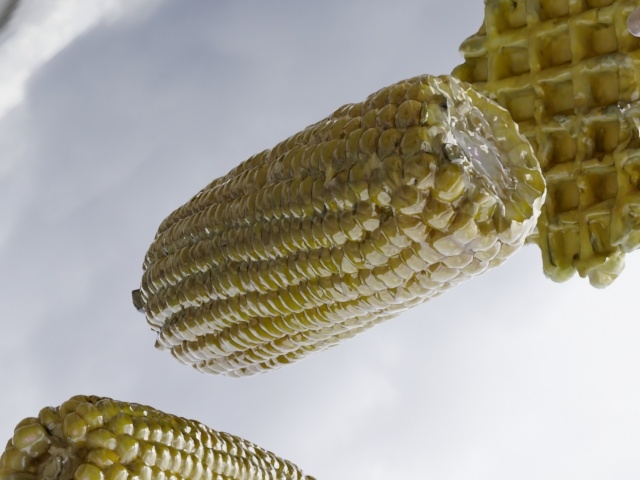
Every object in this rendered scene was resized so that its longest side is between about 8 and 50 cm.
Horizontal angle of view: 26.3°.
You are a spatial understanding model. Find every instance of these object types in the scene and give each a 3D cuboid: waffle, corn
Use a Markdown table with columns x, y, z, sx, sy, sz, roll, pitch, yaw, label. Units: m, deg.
| x | y | z | sx | sy | sz | roll | pitch | yaw | label |
| --- | --- | --- | --- | --- | --- | --- | --- | --- | --- |
| 0.201 | -0.108 | 1.073 | 0.250 | 0.056 | 0.261 | 51 | -57 | 31 | waffle |
| -0.078 | 0.160 | 0.840 | 0.101 | 0.310 | 0.101 | -14 | -114 | 33 | corn |
| 0.000 | 0.000 | 0.876 | 0.387 | 0.144 | 0.144 | -26 | -158 | 53 | corn |

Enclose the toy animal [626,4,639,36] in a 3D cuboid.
| x | y | z | sx | sy | sz | roll | pitch | yaw | label |
| --- | --- | --- | --- | --- | --- | --- | --- | --- | --- |
| 0.305 | -0.141 | 0.826 | 0.154 | 0.250 | 0.166 | 14 | -102 | 39 | toy animal |
